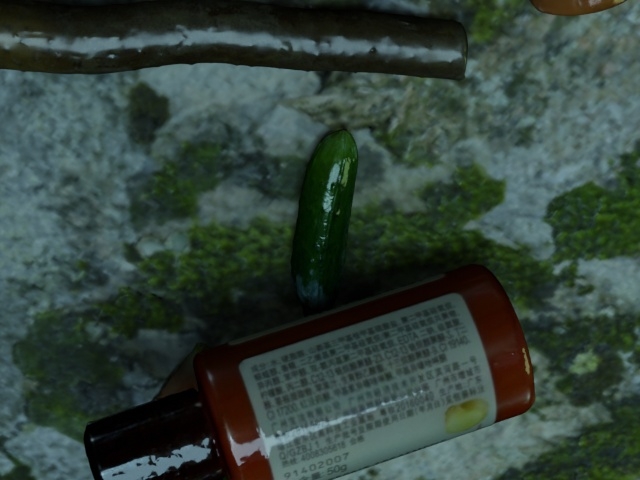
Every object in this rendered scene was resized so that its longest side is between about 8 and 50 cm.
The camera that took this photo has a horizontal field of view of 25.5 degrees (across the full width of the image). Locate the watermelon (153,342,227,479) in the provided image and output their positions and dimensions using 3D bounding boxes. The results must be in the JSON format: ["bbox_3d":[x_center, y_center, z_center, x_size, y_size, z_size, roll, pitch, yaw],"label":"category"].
[{"bbox_3d":[-0.088,0.159,0.979,0.087,0.069,0.163,25,115,-19],"label":"watermelon"}]

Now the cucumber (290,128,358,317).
[{"bbox_3d":[0.000,0.000,0.906,0.037,0.037,0.155,4,121,-6],"label":"cucumber"}]

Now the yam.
[{"bbox_3d":[-0.076,-0.117,0.825,0.327,0.045,0.045,2,144,-5],"label":"yam"}]

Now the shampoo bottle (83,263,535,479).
[{"bbox_3d":[-0.011,0.103,0.896,0.278,0.104,0.104,-17,122,-8],"label":"shampoo bottle"}]

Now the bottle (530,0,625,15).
[{"bbox_3d":[0.133,-0.218,0.762,0.069,0.069,0.187,-12,120,4],"label":"bottle"}]
